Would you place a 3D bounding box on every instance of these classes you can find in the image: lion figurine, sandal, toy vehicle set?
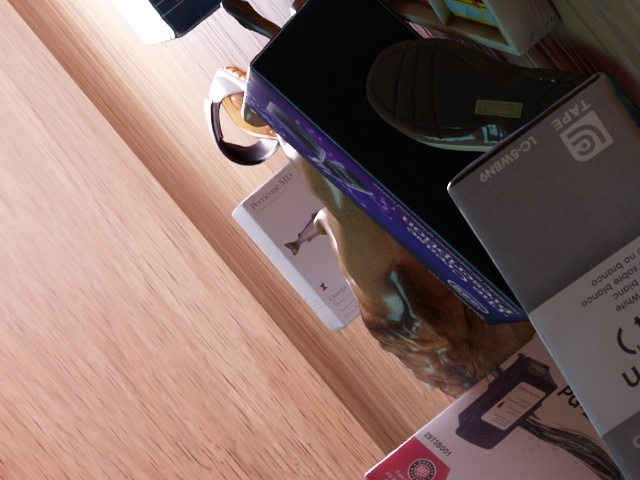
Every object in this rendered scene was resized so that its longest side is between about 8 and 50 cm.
[{"bbox_3d":[0.048,-0.024,1.451,0.392,0.142,0.240,49,-172,-44],"label":"lion figurine"},{"bbox_3d":[-0.083,-0.127,1.883,0.102,0.076,0.265,53,170,-19],"label":"sandal"},{"bbox_3d":[0.037,-0.215,1.115,0.166,0.035,0.267,54,169,-27],"label":"toy vehicle set"}]

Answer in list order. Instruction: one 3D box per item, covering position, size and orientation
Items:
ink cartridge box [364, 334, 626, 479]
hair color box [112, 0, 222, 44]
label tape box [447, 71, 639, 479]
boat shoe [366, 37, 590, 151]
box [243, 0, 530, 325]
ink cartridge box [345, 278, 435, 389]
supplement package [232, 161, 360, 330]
[{"bbox_3d":[0.186,0.188,1.399,0.172,0.237,0.100,39,163,48],"label":"ink cartridge box"},{"bbox_3d":[-0.212,-0.344,1.548,0.347,0.105,0.174,52,170,-12],"label":"hair color box"},{"bbox_3d":[0.223,0.100,0.884,0.333,0.106,0.241,60,-165,26],"label":"label tape box"},{"bbox_3d":[0.115,-0.083,1.095,0.190,0.068,0.072,20,-175,41],"label":"boat shoe"},{"bbox_3d":[0.072,-0.060,1.244,0.261,0.103,0.184,42,177,0],"label":"box"},{"bbox_3d":[0.099,0.061,1.741,0.090,0.092,0.143,41,166,46],"label":"ink cartridge box"},{"bbox_3d":[0.000,0.000,1.916,0.179,0.105,0.105,49,171,-1],"label":"supplement package"}]
